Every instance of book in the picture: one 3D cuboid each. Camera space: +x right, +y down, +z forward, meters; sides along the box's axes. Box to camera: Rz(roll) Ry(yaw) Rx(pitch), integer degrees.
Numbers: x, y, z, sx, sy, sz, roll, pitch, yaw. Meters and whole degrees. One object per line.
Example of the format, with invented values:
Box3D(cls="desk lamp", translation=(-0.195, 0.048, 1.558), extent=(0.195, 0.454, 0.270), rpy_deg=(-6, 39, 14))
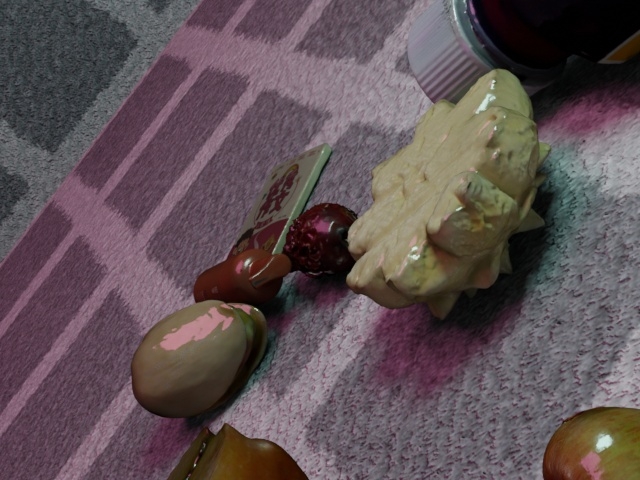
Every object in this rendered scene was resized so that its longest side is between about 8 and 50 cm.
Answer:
Box3D(cls="book", translation=(-0.074, -0.043, 1.858), extent=(0.162, 0.022, 0.232), rpy_deg=(-17, 42, 53))

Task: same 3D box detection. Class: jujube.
Box3D(cls="jujube", translation=(0.003, -0.003, 1.561), extent=(0.104, 0.104, 0.166), rpy_deg=(-58, 22, -13))

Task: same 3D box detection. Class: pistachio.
Box3D(cls="pistachio", translation=(-0.170, 0.163, 1.608), extent=(0.215, 0.144, 0.144), rpy_deg=(-34, 28, 24))

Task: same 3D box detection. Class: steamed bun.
Box3D(cls="steamed bun", translation=(0.155, -0.043, 1.291), extent=(0.292, 0.137, 0.295), rpy_deg=(-61, 16, -10))

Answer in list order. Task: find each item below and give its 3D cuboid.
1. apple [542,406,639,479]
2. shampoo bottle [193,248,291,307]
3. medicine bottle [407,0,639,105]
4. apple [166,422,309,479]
Box3D(cls="apple", translation=(0.222, 0.182, 0.855), extent=(0.102, 0.126, 0.126), rpy_deg=(-16, 19, -13))
Box3D(cls="shampoo bottle", translation=(-0.105, 0.057, 1.652), extent=(0.085, 0.085, 0.244), rpy_deg=(-62, 15, -21))
Box3D(cls="medicine bottle", translation=(0.260, -0.290, 1.313), extent=(0.395, 0.242, 0.242), rpy_deg=(-32, 30, 47))
Box3D(cls="apple", translation=(-0.150, 0.346, 1.116), extent=(0.329, 0.295, 0.365), rpy_deg=(19, 68, 38))
